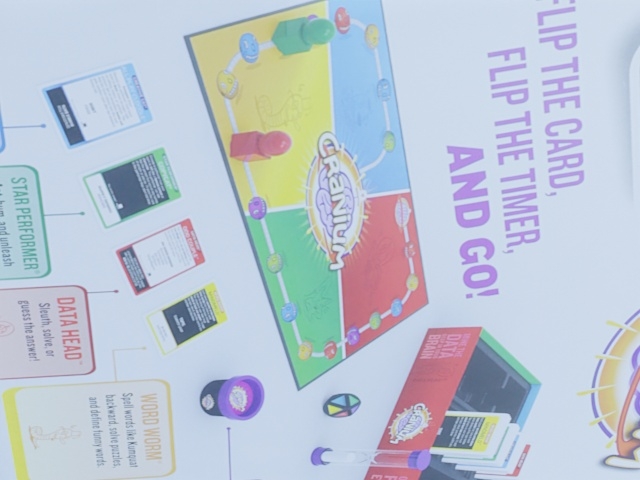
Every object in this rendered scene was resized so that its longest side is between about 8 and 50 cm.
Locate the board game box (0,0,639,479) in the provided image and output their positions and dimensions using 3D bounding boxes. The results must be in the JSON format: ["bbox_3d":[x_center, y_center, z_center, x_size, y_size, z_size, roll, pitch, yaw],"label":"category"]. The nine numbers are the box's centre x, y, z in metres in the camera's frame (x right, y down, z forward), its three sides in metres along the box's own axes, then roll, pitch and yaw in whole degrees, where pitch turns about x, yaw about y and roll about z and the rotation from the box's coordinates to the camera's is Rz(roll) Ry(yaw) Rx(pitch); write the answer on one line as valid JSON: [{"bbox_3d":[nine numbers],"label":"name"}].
[{"bbox_3d":[0.000,0.000,0.468,0.317,0.064,0.242,-2,134,-5],"label":"board game box"}]
